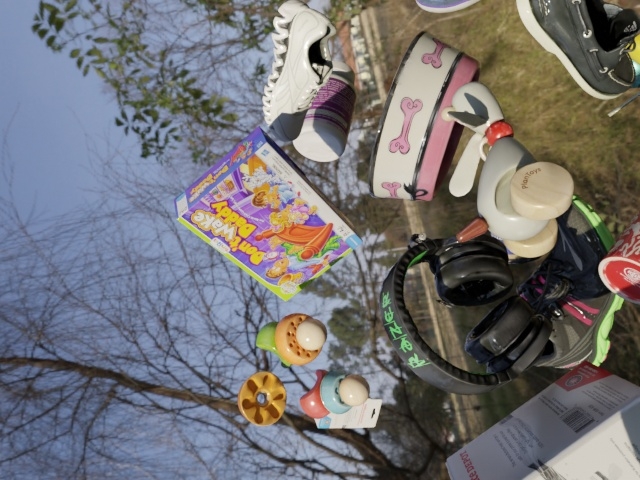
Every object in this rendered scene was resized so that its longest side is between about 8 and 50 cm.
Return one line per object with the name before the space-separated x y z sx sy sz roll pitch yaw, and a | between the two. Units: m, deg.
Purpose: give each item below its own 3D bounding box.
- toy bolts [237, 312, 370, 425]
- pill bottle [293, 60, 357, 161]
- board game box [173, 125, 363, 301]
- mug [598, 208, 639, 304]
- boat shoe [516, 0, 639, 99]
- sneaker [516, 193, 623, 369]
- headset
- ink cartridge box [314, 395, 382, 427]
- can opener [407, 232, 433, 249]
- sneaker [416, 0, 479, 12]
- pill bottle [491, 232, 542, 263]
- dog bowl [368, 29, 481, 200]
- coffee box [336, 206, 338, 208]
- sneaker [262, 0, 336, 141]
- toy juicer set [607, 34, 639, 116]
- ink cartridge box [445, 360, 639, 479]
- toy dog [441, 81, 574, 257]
toy bolts | -0.021 0.275 1.000 0.228 0.158 0.218 40 -126 -17
pill bottle | 0.024 -0.413 1.627 0.169 0.169 0.301 62 -143 -57
board game box | -0.100 -0.040 1.105 0.347 0.233 0.078 43 -166 -39
mug | 0.503 0.009 0.736 0.150 0.169 0.113 24 149 53
boat shoe | 0.472 -0.349 0.869 0.340 0.113 0.127 24 -114 -32
sneaker | 0.559 0.124 1.193 0.185 0.202 0.482 -94 -6 -63
headset | 0.266 0.118 0.856 0.243 0.394 0.185 67 148 25
ink cartridge box | 0.079 0.488 1.512 0.060 0.180 0.104 -129 49 -65
can opener | 0.316 0.030 1.381 0.059 0.186 0.073 -49 -40 -25
sneaker | 0.274 -0.557 0.949 0.236 0.323 0.130 16 -102 -49
pill bottle | 0.477 -0.063 1.272 0.123 0.123 0.219 -65 -37 -69
dog bowl | 0.257 -0.276 1.242 0.408 0.150 0.407 21 -90 -76
coffee box | 0.000 0.000 1.443 0.184 0.040 0.113 -59 -25 -22
sneaker | -0.041 -0.325 1.057 0.110 0.118 0.292 -39 -30 -43
toy juicer set | 0.899 -0.489 1.408 0.089 0.209 0.329 62 -172 21
ink cartridge box | 0.326 0.306 0.713 0.114 0.273 0.197 54 -176 5
toy dog | 0.258 -0.108 0.830 0.333 0.161 0.220 -103 -6 -56
